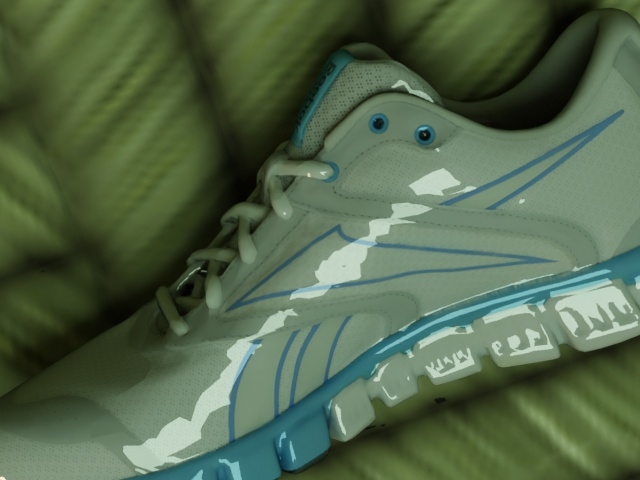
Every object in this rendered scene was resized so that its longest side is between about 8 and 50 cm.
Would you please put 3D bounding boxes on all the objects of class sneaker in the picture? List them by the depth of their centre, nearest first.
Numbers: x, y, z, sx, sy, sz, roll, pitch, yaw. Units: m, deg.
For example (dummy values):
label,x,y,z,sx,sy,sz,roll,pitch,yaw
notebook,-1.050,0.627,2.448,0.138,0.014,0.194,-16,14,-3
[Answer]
label,x,y,z,sx,sy,sz,roll,pitch,yaw
sneaker,0.000,0.000,0.427,0.190,0.071,0.083,-24,112,-9
